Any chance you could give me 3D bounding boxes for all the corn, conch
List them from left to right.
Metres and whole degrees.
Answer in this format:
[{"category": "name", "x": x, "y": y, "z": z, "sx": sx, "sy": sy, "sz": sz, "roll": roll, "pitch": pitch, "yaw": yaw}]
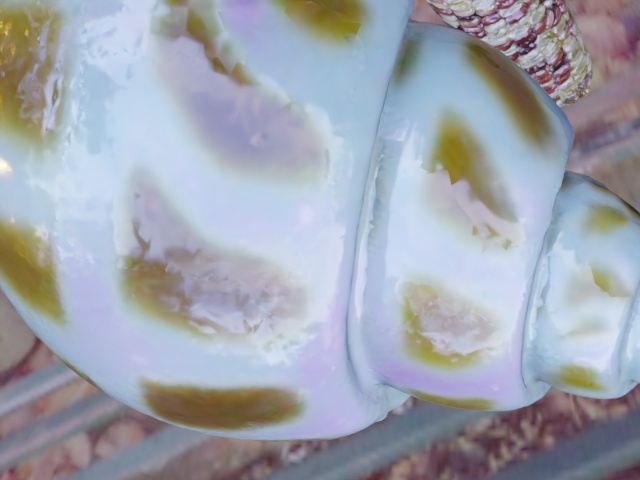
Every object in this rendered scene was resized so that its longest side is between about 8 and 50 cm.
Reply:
[{"category": "conch", "x": -0.021, "y": -0.044, "z": 0.769, "sx": 0.368, "sy": 0.249, "sz": 0.197, "roll": 41, "pitch": 132, "yaw": -7}, {"category": "corn", "x": 0.138, "y": -0.204, "z": 1.561, "sx": 0.098, "sy": 0.098, "sz": 0.290, "roll": -35, "pitch": 136, "yaw": 13}]
